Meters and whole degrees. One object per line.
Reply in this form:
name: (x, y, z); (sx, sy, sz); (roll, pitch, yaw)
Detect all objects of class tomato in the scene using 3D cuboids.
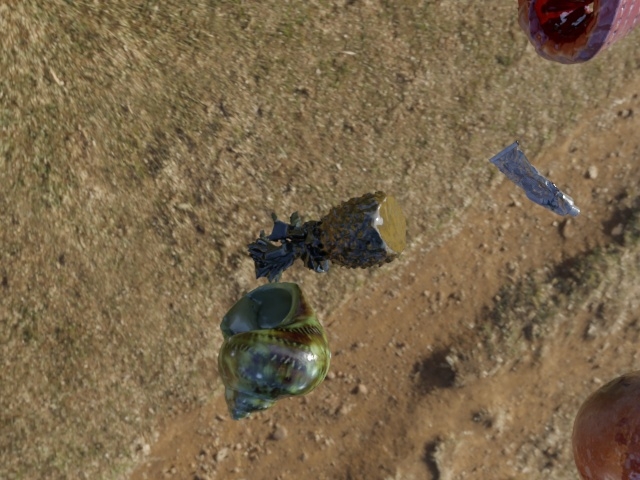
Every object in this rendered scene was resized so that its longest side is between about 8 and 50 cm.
tomato: (0.540, 0.326, 1.070); (0.270, 0.270, 0.227); (-32, 86, -10)

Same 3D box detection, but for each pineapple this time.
pineapple: (0.000, 0.000, 1.000); (0.251, 0.125, 0.125); (-16, 128, 27)

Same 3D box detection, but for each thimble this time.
thimble: (0.384, -0.361, 0.966); (0.125, 0.163, 0.189); (-31, 149, -24)

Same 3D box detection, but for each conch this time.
conch: (-0.073, 0.154, 0.913); (0.181, 0.187, 0.124); (-29, 119, -37)

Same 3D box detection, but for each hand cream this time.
hand cream: (0.524, -0.133, 1.586); (0.257, 0.050, 0.084); (37, 135, -14)
